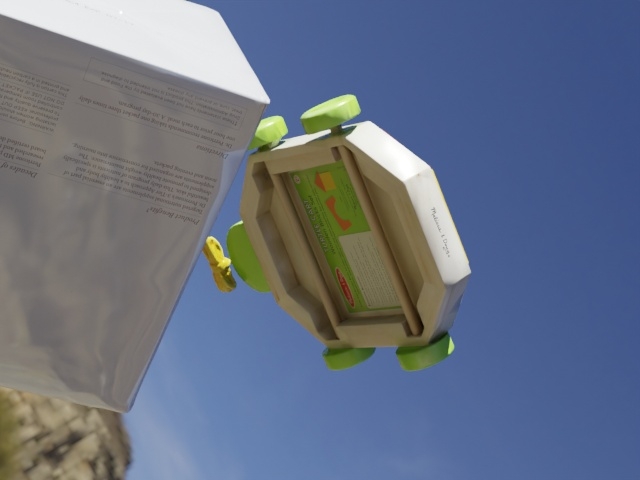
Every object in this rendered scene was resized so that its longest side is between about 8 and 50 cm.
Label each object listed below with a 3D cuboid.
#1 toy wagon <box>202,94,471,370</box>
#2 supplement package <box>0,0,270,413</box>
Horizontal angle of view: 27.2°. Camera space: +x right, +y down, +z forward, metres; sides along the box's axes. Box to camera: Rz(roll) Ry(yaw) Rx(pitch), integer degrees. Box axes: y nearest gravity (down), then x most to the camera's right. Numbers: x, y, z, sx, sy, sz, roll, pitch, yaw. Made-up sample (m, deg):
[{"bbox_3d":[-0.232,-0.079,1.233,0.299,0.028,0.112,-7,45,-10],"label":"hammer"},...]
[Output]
[{"bbox_3d":[0.000,0.000,1.334,0.344,0.068,0.267,-7,-72,53],"label":"toy wagon"},{"bbox_3d":[-0.167,-0.044,0.732,0.203,0.194,0.149,-64,-155,20],"label":"supplement package"}]
